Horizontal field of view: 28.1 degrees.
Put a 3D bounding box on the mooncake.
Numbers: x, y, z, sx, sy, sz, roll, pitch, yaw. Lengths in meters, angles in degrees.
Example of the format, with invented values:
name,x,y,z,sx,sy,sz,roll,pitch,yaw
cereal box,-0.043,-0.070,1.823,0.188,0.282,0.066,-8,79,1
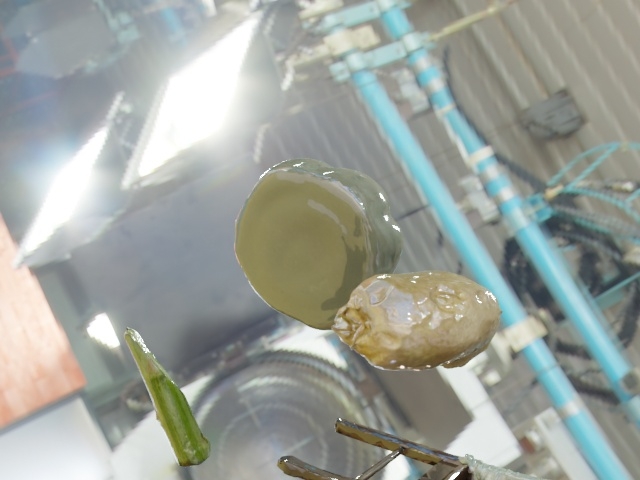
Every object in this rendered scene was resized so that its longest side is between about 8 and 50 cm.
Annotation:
name,x,y,z,sx,sy,sz,roll,pitch,yaw
mooncake,0.000,0.000,2.020,0.275,0.135,0.275,7,-75,26

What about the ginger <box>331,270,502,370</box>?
name,x,y,z,sx,sy,sz,roll,pitch,yaw
ginger,0.142,0.111,1.729,0.152,0.267,0.138,-50,-135,35

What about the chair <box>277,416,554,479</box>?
name,x,y,z,sx,sy,sz,roll,pitch,yaw
chair,0.124,0.294,1.232,0.319,0.186,0.160,15,-75,21

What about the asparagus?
name,x,y,z,sx,sy,sz,roll,pitch,yaw
asparagus,-0.180,0.180,1.496,0.045,0.041,0.178,-10,-74,46
